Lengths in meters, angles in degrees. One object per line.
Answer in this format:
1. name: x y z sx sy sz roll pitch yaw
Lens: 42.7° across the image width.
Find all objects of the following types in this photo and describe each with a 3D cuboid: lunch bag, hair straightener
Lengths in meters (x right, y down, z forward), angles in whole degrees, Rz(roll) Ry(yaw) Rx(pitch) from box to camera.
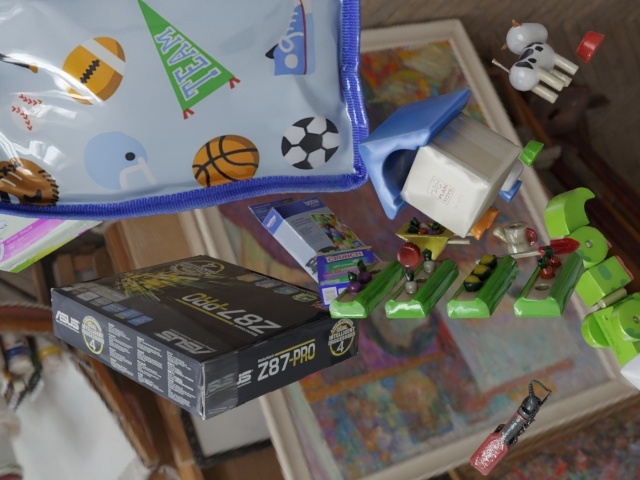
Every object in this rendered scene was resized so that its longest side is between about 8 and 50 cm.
1. lunch bag: -0.189 -0.163 0.684 0.385 0.328 0.239 -11 113 -10
2. hair straightener: 0.317 0.295 1.339 0.089 0.047 0.230 -31 149 -39

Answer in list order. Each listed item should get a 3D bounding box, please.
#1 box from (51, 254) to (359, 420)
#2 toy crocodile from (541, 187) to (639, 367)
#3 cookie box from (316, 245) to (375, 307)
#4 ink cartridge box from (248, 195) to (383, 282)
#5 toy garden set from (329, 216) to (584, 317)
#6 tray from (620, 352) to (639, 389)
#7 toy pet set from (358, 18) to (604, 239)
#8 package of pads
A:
1. box: -0.185 0.130 1.295 0.318 0.394 0.097 -16 114 -44
2. toy crocodile: 0.464 0.075 1.333 0.105 0.341 0.115 -23 167 -18
3. cookie box: 0.042 0.053 1.247 0.091 0.107 0.040 -9 115 1
4. ink cartridge box: 0.000 0.000 1.825 0.185 0.311 0.065 -19 148 -56
5. toy garden set: 0.156 0.017 0.880 0.204 0.244 0.049 -39 120 -54
6. tray: 0.560 0.148 1.109 0.145 0.030 0.270 40 115 -11
7. toy pet set: 0.073 -0.052 0.421 0.114 0.065 0.122 -44 162 -38
8. package of pads: -0.716 -0.086 2.051 0.296 0.229 0.101 -28 165 15
